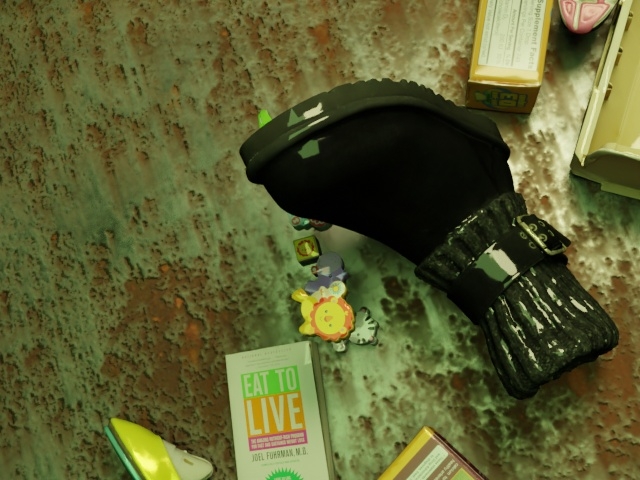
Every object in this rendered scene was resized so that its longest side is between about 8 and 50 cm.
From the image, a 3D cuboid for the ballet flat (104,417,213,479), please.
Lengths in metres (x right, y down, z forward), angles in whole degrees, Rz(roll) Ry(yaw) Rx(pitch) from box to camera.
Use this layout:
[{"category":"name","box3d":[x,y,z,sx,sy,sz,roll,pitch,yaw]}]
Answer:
[{"category":"ballet flat","box3d":[-0.130,0.265,0.770,0.077,0.077,0.231,-28,75,-18]}]

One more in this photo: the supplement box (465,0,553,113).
[{"category":"supplement box","box3d":[0.205,-0.255,0.813,0.080,0.078,0.233,11,80,11]}]

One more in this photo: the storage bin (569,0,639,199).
[{"category":"storage bin","box3d":[0.401,-0.159,0.726,0.260,0.123,0.262,16,81,14]}]

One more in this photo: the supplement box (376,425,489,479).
[{"category":"supplement box","box3d":[0.134,0.270,0.702,0.188,0.081,0.104,42,88,17]}]

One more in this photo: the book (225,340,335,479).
[{"category":"book","box3d":[-0.042,0.181,0.788,0.096,0.035,0.144,-12,76,13]}]

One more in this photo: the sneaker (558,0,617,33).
[{"category":"sneaker","box3d":[0.279,-0.273,0.799,0.063,0.075,0.170,7,67,14]}]

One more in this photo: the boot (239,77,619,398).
[{"category":"boot","box3d":[0.110,0.012,0.650,0.131,0.348,0.260,-37,66,38]}]

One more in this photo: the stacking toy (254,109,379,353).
[{"category":"stacking toy","box3d":[0.000,0.000,0.748,0.052,0.167,0.221,-17,74,7]}]
